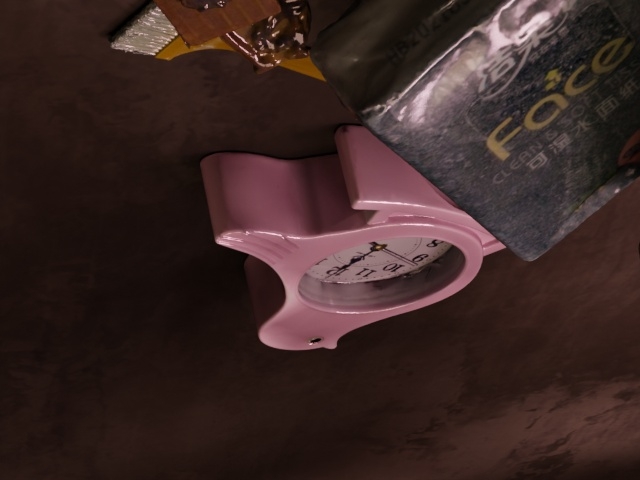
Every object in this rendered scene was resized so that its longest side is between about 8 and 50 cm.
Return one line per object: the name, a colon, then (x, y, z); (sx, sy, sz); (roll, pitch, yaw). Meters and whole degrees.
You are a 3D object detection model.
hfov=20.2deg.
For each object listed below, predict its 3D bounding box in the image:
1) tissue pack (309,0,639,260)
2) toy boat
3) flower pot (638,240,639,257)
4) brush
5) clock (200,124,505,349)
tissue pack: (0.158, -0.126, 1.298); (0.228, 0.103, 0.316); (-41, 148, 9)
toy boat: (-0.075, -0.191, 1.117); (0.089, 0.121, 0.321); (-21, 153, 9)
flower pot: (0.339, -0.041, 1.263); (0.290, 0.290, 0.259); (-6, 150, -10)
brush: (-0.052, -0.146, 1.342); (0.205, 0.011, 0.083); (11, 146, -39)
clock: (0.000, 0.000, 1.582); (0.275, 0.080, 0.290); (-31, 147, 35)
